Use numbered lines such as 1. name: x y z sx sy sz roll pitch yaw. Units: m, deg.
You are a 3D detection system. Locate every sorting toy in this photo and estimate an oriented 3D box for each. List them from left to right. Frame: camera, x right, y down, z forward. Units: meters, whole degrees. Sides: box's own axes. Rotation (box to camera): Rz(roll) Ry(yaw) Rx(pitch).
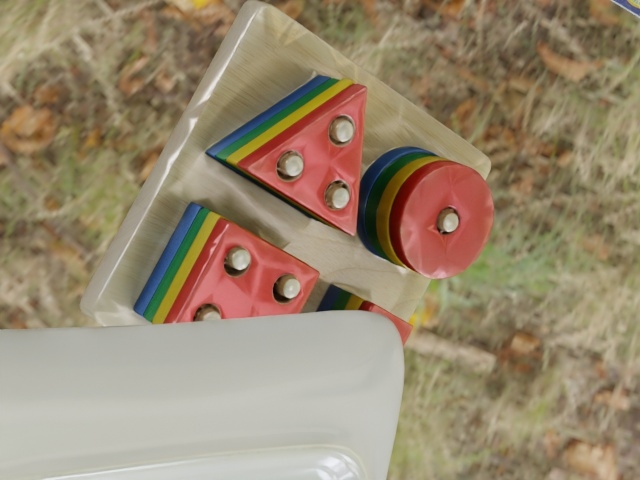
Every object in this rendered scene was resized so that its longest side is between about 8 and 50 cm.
1. sorting toy: 0.000 0.000 1.226 0.257 0.255 0.089 31 176 -36

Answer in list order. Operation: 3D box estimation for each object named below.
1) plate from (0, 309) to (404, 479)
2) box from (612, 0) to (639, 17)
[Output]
1. plate: -0.076 0.167 0.605 0.045 0.277 0.278 18 103 46
2. box: 0.284 -0.309 1.397 0.136 0.036 0.225 27 113 -16
